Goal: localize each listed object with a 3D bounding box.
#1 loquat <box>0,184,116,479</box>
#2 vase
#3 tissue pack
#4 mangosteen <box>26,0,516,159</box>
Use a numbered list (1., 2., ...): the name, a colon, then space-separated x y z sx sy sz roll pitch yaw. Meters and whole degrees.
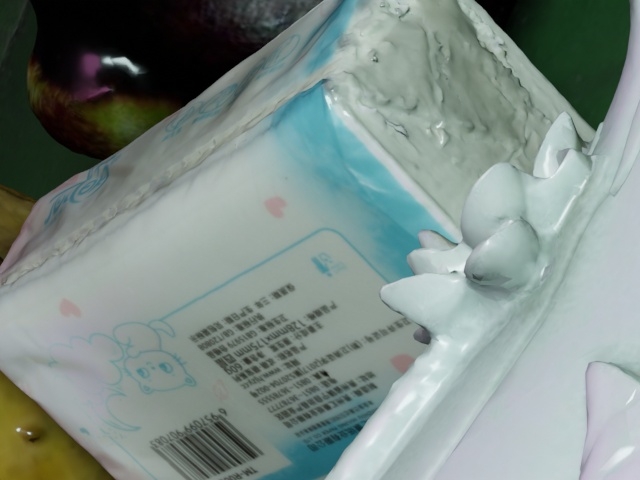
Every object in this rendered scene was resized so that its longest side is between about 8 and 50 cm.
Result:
1. loquat: -0.209 0.094 0.922 0.275 0.275 0.275 -27 48 35
2. vase: 0.111 0.092 0.533 0.250 0.250 0.445 17 89 52
3. tissue pack: 0.000 0.024 0.752 0.271 0.201 0.124 -29 20 42
4. mangosteen: -0.035 -0.138 0.873 0.275 0.275 0.302 39 117 52
